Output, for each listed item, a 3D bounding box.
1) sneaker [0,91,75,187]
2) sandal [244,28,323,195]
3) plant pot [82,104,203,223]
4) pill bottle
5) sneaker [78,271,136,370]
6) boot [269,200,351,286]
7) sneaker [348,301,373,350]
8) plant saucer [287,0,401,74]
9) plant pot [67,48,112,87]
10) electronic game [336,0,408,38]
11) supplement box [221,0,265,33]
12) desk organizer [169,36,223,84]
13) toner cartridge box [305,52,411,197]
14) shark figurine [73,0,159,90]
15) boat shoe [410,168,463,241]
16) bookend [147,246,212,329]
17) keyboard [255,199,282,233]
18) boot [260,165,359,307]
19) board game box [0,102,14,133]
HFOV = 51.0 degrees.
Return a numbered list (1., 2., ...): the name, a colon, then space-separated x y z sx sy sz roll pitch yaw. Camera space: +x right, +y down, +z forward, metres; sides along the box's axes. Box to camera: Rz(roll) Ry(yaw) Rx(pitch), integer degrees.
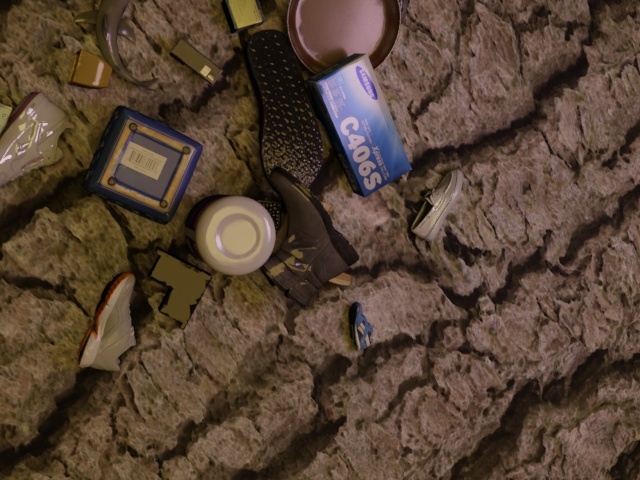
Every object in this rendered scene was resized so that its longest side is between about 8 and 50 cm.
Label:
1. sneaker: -0.692 -0.192 1.561 0.152 0.114 0.305 39 78 -33
2. sandal: -0.099 -0.328 1.769 0.168 0.107 0.445 -8 84 -16
3. plant pot: -0.422 -0.179 1.609 0.236 0.212 0.236 25 88 -18
4. pill bottle: -0.229 -0.021 1.625 0.182 0.323 0.181 -2 95 -18
5. sneaker: -0.508 0.207 1.685 0.121 0.099 0.262 23 95 -26
6. boot: 0.000 0.000 1.824 0.262 0.095 0.203 25 81 -23
7. sneaker: 0.116 0.240 1.902 0.059 0.053 0.144 -10 106 -16
8. plant saucer: 0.060 -0.580 1.767 0.311 0.050 0.310 -5 112 -12
9. plant pot: -0.552 -0.406 1.619 0.083 0.081 0.081 14 90 -30
10. electronic game: 0.128 -0.646 1.814 0.229 0.048 0.229 -6 112 -14
11. supplement box: -0.200 -0.589 1.726 0.083 0.056 0.083 -22 101 -15
12. desk organizer: -0.317 -0.452 1.703 0.130 0.050 0.047 37 83 -17
13. toner cartridge box: 0.107 -0.307 1.805 0.165 0.075 0.347 -33 115 -14
14. shark figurine: -0.494 -0.481 1.614 0.166 0.116 0.278 -15 97 -15
15. boat shoe: 0.334 -0.110 1.924 0.076 0.083 0.226 25 88 -19
16. bookend: -0.384 0.122 1.719 0.156 0.072 0.157 28 87 -17
17. keyboard: -0.132 -0.017 1.815 0.108 0.023 0.180 4 94 -18
18. boot: -0.072 0.001 1.674 0.223 0.118 0.338 -39 108 -5
19. board game box: -0.877 -0.295 1.549 0.281 0.027 0.145 21 87 -19
